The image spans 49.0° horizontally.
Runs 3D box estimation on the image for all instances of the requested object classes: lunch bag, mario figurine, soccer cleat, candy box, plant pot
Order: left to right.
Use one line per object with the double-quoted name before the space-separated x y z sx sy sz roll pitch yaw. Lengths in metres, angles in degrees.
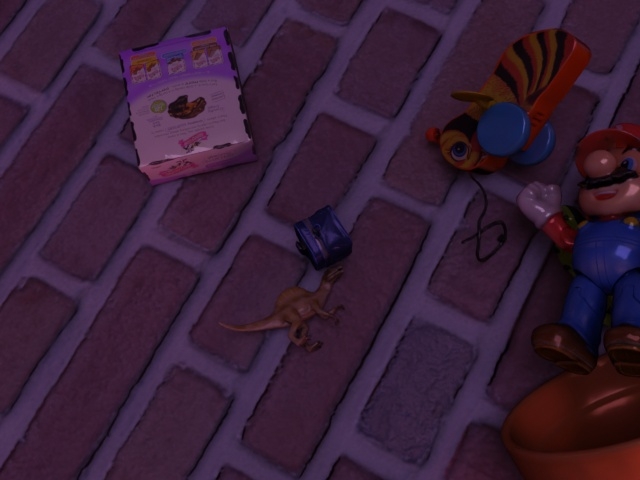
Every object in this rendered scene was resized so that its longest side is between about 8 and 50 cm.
"candy box" -0.193 -0.196 1.029 0.165 0.070 0.196 -13 71 -1
"lunch bag" 0.000 0.000 0.939 0.065 0.098 0.067 -31 78 -4
"soccer cleat" 0.367 0.032 0.935 0.072 0.060 0.179 -9 65 -26
"mario figurine" 0.327 -0.015 0.820 0.198 0.170 0.320 13 62 13
"plant pot" 0.372 0.248 0.761 0.291 0.291 0.203 -25 90 -5

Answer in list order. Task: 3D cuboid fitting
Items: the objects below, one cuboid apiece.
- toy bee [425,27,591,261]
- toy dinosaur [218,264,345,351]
"toy bee" 0.220 -0.152 0.946 0.162 0.195 0.298 35 88 38
"toy dinosaur" -0.035 0.104 0.942 0.183 0.053 0.092 -28 57 -14
